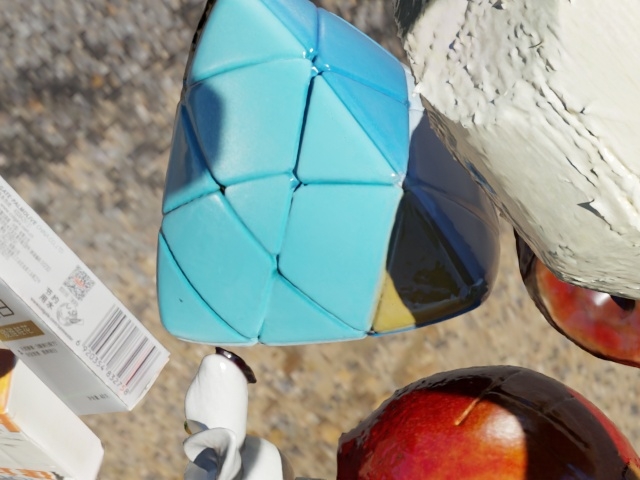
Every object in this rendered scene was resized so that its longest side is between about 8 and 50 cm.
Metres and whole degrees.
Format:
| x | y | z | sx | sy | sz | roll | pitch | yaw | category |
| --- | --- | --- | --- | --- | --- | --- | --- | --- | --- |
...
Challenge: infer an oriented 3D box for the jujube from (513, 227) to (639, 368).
| x | y | z | sx | sy | sz | roll | pitch | yaw | category |
| --- | --- | --- | --- | --- | --- | --- | --- | --- | --- |
| 0.214 | -0.027 | 1.021 | 0.174 | 0.174 | 0.250 | 34 | 49 | 22 | jujube |

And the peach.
| x | y | z | sx | sy | sz | roll | pitch | yaw | category |
| --- | --- | --- | --- | --- | --- | --- | --- | --- | --- |
| 0.102 | 0.163 | 1.165 | 0.197 | 0.197 | 0.197 | -4 | 70 | 12 | peach |

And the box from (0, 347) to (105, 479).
| x | y | z | sx | sy | sz | roll | pitch | yaw | category |
| --- | --- | --- | --- | --- | --- | --- | --- | --- | --- |
| -0.303 | 0.113 | 1.277 | 0.273 | 0.265 | 0.048 | 5 | 72 | 9 | box |

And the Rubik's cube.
| x | y | z | sx | sy | sz | roll | pitch | yaw | category |
| --- | --- | --- | --- | --- | --- | --- | --- | --- | --- |
| 0.000 | 0.000 | 1.180 | 0.254 | 0.254 | 0.254 | -4 | 70 | 12 | Rubik's cube |

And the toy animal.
| x | y | z | sx | sy | sz | roll | pitch | yaw | category |
| --- | --- | --- | --- | --- | --- | --- | --- | --- | --- |
| -0.042 | 0.149 | 1.251 | 0.127 | 0.182 | 0.131 | -37 | 32 | 29 | toy animal |

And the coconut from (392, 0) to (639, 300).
| x | y | z | sx | sy | sz | roll | pitch | yaw | category |
| --- | --- | --- | --- | --- | --- | --- | --- | --- | --- |
| 0.101 | -0.072 | 0.606 | 0.161 | 0.161 | 0.162 | -43 | 97 | -4 | coconut |

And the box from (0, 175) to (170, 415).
| x | y | z | sx | sy | sz | roll | pitch | yaw | category |
| --- | --- | --- | --- | --- | --- | --- | --- | --- | --- |
| -0.165 | 0.000 | 0.923 | 0.055 | 0.218 | 0.039 | -12 | 37 | 52 | box |
